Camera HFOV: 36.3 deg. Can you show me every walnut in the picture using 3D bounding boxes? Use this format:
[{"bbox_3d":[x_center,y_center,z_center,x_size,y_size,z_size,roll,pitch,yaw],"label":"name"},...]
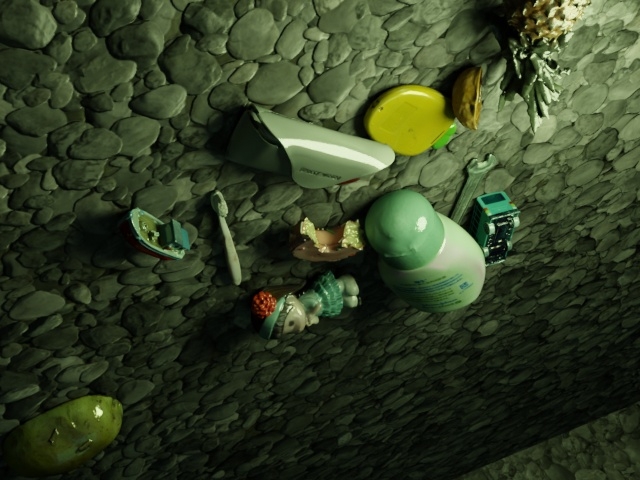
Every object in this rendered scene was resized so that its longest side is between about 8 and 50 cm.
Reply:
[{"bbox_3d":[0.264,-0.258,1.762,0.052,0.091,0.121,8,120,14],"label":"walnut"}]

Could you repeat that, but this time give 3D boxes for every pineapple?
[{"bbox_3d":[0.355,-0.347,1.629,0.165,0.165,0.364,-19,149,-13],"label":"pineapple"}]

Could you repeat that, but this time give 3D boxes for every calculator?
[{"bbox_3d":[0.172,-0.216,1.791,0.235,0.032,0.146,16,128,-46],"label":"calculator"}]

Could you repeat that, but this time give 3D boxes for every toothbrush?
[{"bbox_3d":[-0.174,0.006,1.851,0.025,0.029,0.307,-27,149,-14],"label":"toothbrush"}]

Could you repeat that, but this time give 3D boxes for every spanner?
[{"bbox_3d":[0.306,-0.078,2.096,0.071,0.017,0.302,-11,143,-23],"label":"spanner"}]

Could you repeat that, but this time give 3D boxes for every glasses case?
[{"bbox_3d":[-0.016,-0.143,1.692,0.308,0.083,0.128,10,140,-36],"label":"glasses case"}]

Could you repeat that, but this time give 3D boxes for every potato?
[{"bbox_3d":[-0.551,0.441,2.113,0.271,0.111,0.160,-24,149,-4],"label":"potato"}]

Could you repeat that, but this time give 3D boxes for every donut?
[{"bbox_3d":[0.000,0.000,1.925,0.166,0.065,0.117,10,153,-38],"label":"donut"}]

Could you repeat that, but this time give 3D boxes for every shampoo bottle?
[{"bbox_3d":[0.206,0.020,2.024,0.221,0.151,0.349,-9,150,24],"label":"shampoo bottle"}]

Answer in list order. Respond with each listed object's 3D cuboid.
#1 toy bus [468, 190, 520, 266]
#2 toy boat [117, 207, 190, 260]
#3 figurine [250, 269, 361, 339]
[{"bbox_3d":[0.376,-0.024,2.152,0.079,0.092,0.160,-14,139,-17],"label":"toy bus"},{"bbox_3d":[-0.289,-0.014,1.703,0.058,0.069,0.173,-24,151,22],"label":"toy boat"},{"bbox_3d":[-0.035,0.127,2.058,0.245,0.110,0.138,-18,137,-20],"label":"figurine"}]
